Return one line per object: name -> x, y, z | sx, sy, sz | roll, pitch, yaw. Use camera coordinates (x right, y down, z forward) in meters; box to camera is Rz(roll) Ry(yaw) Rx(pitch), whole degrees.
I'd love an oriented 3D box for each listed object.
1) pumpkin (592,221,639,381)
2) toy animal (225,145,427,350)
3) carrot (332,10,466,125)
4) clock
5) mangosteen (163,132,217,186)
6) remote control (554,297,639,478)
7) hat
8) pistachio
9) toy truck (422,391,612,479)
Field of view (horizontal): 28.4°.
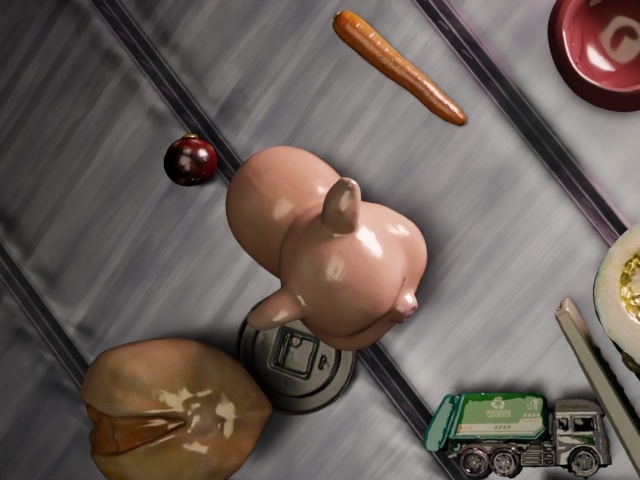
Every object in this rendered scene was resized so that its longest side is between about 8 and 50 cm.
pumpkin -> 0.509, 0.100, 1.649 | 0.263, 0.197, 0.293 | -45, 73, -4
toy animal -> 0.000, 0.000, 1.728 | 0.326, 0.269, 0.237 | 38, 104, 14
carrot -> 0.112, -0.246, 1.813 | 0.248, 0.043, 0.043 | 42, 99, 8
clock -> -0.034, 0.163, 1.854 | 0.184, 0.040, 0.184 | 0, 91, 14
mangosteen -> -0.194, -0.119, 1.869 | 0.081, 0.081, 0.081 | 0, 91, 13
remote control -> 0.396, 0.208, 1.712 | 0.038, 0.123, 0.285 | -28, 83, 11
hat -> 0.410, -0.273, 1.718 | 0.205, 0.089, 0.205 | -1, 85, 13
pistachio -> -0.212, 0.246, 1.801 | 0.309, 0.230, 0.230 | -7, 89, 43
toy truck -> 0.272, 0.272, 1.750 | 0.253, 0.114, 0.124 | -4, 79, 13
